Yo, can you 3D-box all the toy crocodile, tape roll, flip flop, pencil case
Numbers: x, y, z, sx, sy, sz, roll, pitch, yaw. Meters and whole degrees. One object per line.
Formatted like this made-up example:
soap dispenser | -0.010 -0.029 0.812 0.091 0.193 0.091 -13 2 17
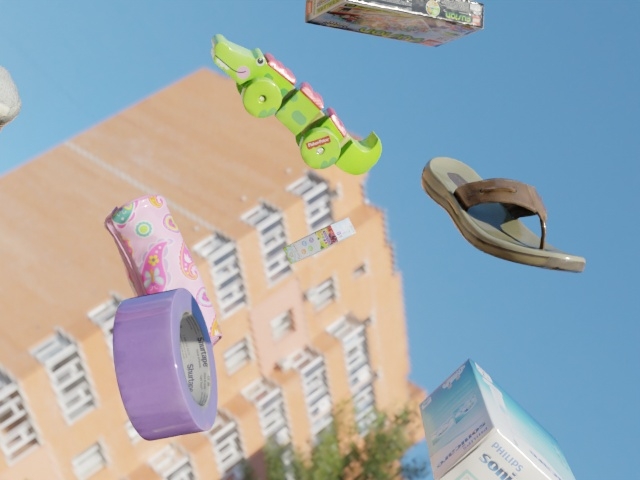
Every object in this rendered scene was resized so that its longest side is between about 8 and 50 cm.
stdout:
toy crocodile | -0.043 -0.222 1.864 0.340 0.105 0.115 40 11 -18
tape roll | -0.198 0.160 1.476 0.189 0.080 0.189 -11 90 -81
flip flop | 0.212 -0.043 1.336 0.080 0.112 0.277 -67 -148 21
pencil case | -0.265 0.067 1.908 0.284 0.124 0.124 67 -28 8

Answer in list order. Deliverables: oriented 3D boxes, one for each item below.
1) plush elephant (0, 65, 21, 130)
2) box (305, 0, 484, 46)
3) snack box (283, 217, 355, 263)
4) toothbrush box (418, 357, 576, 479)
plush elephant | -0.548 -0.156 1.364 0.330 0.255 0.272 -55 -130 40
box | 0.097 -0.297 1.482 0.114 0.207 0.036 -9 -102 63
snack box | 0.000 0.000 2.074 0.100 0.141 0.037 -27 -91 16
toothbrush box | 0.278 0.338 1.752 0.216 0.126 0.295 43 9 -10
